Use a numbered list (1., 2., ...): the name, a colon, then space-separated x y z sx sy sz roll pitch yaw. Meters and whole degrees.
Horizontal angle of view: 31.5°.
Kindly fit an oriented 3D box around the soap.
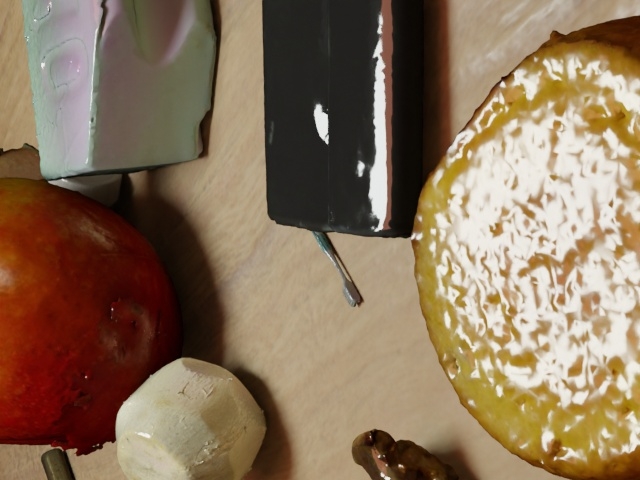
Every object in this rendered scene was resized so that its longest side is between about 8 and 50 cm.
1. soap: -0.253 -0.304 1.356 0.261 0.156 0.446 -3 93 58

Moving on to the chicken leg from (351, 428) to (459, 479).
1. chicken leg: 0.117 0.344 0.926 0.295 0.182 0.409 92 154 -45

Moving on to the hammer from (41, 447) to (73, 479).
1. hammer: -0.367 0.533 1.812 0.439 0.044 0.168 62 143 28

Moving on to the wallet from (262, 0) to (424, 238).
1. wallet: 0.014 -0.211 1.038 0.228 0.062 0.405 11 105 57

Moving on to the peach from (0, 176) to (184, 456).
1. peach: -0.352 0.100 1.399 0.370 0.370 0.369 18 111 55

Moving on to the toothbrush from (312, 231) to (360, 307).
1. toothbrush: 0.000 0.000 1.155 0.167 0.011 0.014 61 147 30

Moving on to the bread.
1. bread: 0.194 0.014 0.703 0.312 0.172 0.312 11 103 56

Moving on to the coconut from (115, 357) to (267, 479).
1. coconut: -0.142 0.218 1.299 0.161 0.162 0.161 19 129 25

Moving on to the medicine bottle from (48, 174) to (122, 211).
1. medicine bottle: -0.338 -0.034 1.592 0.105 0.105 0.168 49 135 41

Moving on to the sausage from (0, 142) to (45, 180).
1. sausage: -0.498 -0.007 1.842 0.125 0.117 0.317 54 141 19
